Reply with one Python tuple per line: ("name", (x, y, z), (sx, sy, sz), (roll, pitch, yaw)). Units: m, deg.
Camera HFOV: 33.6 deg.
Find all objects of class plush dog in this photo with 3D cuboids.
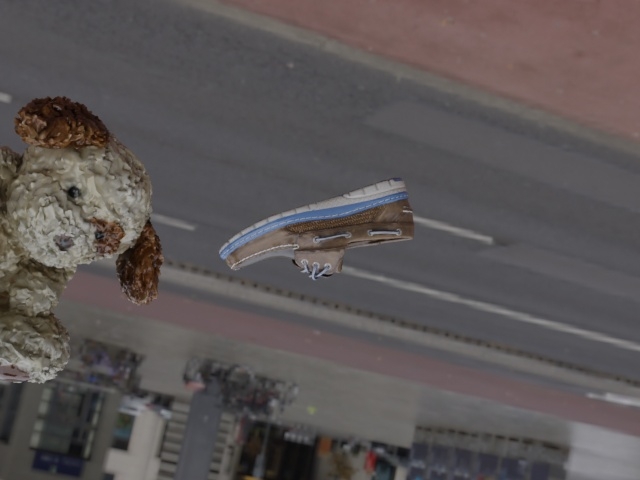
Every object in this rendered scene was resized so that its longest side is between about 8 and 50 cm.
("plush dog", (-0.268, -0.023, 1.015), (0.225, 0.211, 0.262), (-20, 127, 7))

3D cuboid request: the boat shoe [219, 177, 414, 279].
("boat shoe", (0.000, 0.000, 0.969), (0.183, 0.066, 0.066), (-19, 174, -2))
